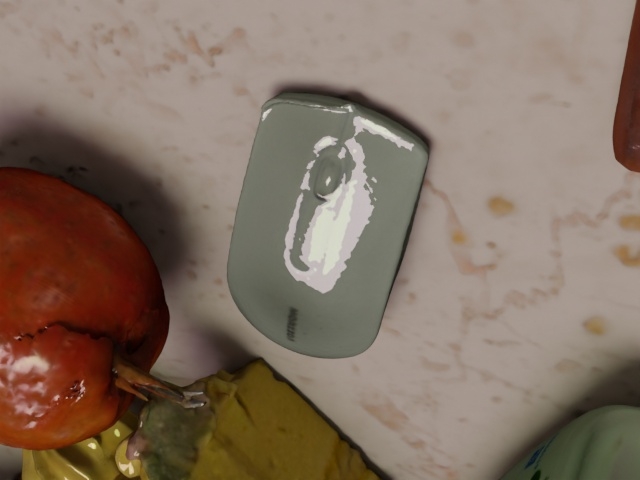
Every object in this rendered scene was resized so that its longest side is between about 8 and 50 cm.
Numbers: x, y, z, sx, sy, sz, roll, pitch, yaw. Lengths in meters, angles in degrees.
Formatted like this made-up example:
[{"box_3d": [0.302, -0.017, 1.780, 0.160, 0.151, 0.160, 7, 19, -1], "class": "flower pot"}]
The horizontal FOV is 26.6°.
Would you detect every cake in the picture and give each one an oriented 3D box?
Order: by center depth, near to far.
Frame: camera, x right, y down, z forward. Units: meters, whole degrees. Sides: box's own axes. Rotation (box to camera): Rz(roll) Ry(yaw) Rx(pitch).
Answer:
[{"box_3d": [-0.111, 0.242, 1.140, 0.286, 0.222, 0.227, 46, 132, -16], "class": "cake"}]

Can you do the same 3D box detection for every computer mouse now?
[{"box_3d": [0.000, 0.000, 0.974, 0.127, 0.079, 0.231, 16, 131, 10], "class": "computer mouse"}]

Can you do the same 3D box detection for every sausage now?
[{"box_3d": [0.197, -0.104, 0.806, 0.030, 0.035, 0.147, 29, 138, 28], "class": "sausage"}]

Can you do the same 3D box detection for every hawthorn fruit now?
[{"box_3d": [-0.203, 0.063, 1.015, 0.299, 0.211, 0.211, 27, 138, 24], "class": "hawthorn fruit"}]

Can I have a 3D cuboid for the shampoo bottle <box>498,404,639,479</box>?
[{"box_3d": [0.178, 0.264, 1.037, 0.151, 0.222, 0.349, 14, 151, -11], "class": "shampoo bottle"}]
